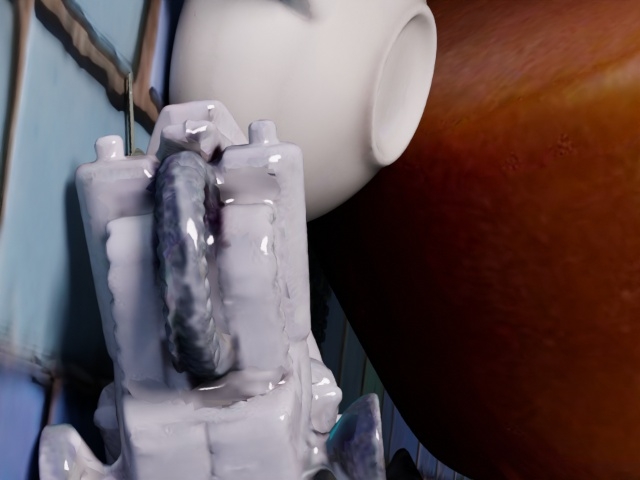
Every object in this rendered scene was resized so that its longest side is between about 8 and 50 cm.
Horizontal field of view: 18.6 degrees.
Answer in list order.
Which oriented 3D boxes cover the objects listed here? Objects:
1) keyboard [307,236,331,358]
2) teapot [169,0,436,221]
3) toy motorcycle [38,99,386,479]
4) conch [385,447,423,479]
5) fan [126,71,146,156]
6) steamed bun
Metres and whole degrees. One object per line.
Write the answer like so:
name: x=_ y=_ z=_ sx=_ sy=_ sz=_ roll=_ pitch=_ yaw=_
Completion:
keyboard: x=-0.001 y=0.000 z=1.083 sx=0.055 sy=0.014 sz=0.176 roll=61 pitch=34 yaw=-67
teapot: x=-0.009 y=-0.078 z=0.778 sx=0.226 sy=0.092 sz=0.145 roll=63 pitch=44 yaw=-64
toy motorcycle: x=-0.034 y=0.068 z=0.701 sx=0.171 sy=0.110 sz=0.260 roll=-97 pitch=179 yaw=-60
conch: x=0.022 y=0.229 z=0.910 sx=0.241 sy=0.186 sz=0.313 roll=-60 pitch=-159 yaw=26
fan: x=-0.068 y=-0.017 z=0.716 sx=0.060 sy=0.003 sz=0.080 roll=40 pitch=56 yaw=-79
steamed bun: x=0.124 y=-0.013 z=0.943 sx=0.235 sy=0.248 sz=0.379 roll=67 pitch=-18 yaw=-15
